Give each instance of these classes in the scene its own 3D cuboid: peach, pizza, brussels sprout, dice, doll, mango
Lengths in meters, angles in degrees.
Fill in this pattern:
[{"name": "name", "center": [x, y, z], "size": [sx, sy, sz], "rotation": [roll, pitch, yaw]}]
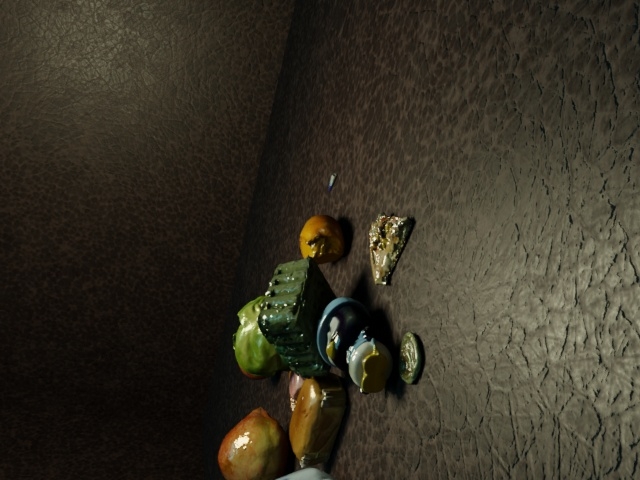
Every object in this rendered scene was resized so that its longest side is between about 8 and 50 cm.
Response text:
[{"name": "peach", "center": [-0.209, 0.672, 2.098], "size": [0.232, 0.232, 0.256], "rotation": [123, 149, -56]}, {"name": "pizza", "center": [0.155, -0.002, 1.503], "size": [0.195, 0.052, 0.185], "rotation": [125, 147, -57]}, {"name": "brussels sprout", "center": [-0.125, 0.277, 1.939], "size": [0.294, 0.259, 0.227], "rotation": [-44, 66, 16]}, {"name": "dice", "center": [-0.037, 0.411, 1.883], "size": [0.094, 0.091, 0.093], "rotation": [-97, 22, -47]}, {"name": "doll", "center": [0.071, 0.237, 1.505], "size": [0.314, 0.141, 0.177], "rotation": [-135, 46, -67]}, {"name": "mango", "center": [0.000, 0.000, 1.927], "size": [0.252, 0.126, 0.153], "rotation": [-152, 61, -81]}]

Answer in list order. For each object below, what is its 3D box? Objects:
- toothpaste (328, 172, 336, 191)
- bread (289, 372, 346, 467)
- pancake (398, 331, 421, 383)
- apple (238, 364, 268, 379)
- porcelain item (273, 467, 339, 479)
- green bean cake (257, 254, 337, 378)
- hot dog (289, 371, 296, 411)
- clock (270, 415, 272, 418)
[{"name": "toothpaste", "center": [0.036, -0.189, 2.109], "size": [0.083, 0.015, 0.024], "rotation": [111, 160, -54]}, {"name": "bread", "center": [-0.011, 0.473, 1.731], "size": [0.136, 0.107, 0.241], "rotation": [-116, 37, -60]}, {"name": "pancake", "center": [0.183, 0.241, 1.327], "size": [0.108, 0.017, 0.108], "rotation": [-174, 90, -77]}, {"name": "apple", "center": [-0.222, 0.423, 2.436], "size": [0.201, 0.162, 0.201], "rotation": [-25, 62, 59]}, {"name": "porcelain item", "center": [-0.044, 0.685, 1.587], "size": [0.405, 0.179, 0.242], "rotation": [132, 144, -63]}, {"name": "green bean cake", "center": [-0.036, 0.203, 1.686], "size": [0.255, 0.132, 0.241], "rotation": [61, -153, -30]}, {"name": "hot dog", "center": [-0.066, 0.458, 2.027], "size": [0.072, 0.055, 0.188], "rotation": [120, 155, -46]}, {"name": "clock", "center": [-0.224, 0.794, 2.345], "size": [0.325, 0.067, 0.325], "rotation": [-173, 90, -79]}]
